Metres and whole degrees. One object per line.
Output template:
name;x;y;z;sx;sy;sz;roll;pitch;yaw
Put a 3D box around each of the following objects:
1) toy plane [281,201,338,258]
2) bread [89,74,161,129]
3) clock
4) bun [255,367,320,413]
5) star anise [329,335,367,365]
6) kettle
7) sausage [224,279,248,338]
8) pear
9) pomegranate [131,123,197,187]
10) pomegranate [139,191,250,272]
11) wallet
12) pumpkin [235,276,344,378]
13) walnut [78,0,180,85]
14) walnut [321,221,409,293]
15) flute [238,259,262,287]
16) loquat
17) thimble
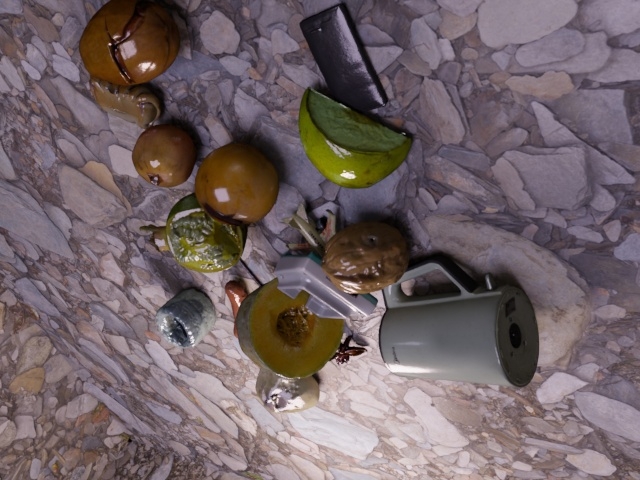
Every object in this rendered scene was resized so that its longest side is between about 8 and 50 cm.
toy plane;0.000;0.000;1.631;0.244;0.092;0.229;43;137;-10
bread;-0.561;-0.410;1.620;0.225;0.081;0.134;24;144;10
clock;0.003;0.147;1.668;0.262;0.116;0.231;36;164;-20
bun;-0.142;0.602;2.254;0.273;0.168;0.272;13;131;15
star anise;0.075;0.386;1.992;0.158;0.144;0.140;25;94;1
kettle;0.348;0.215;1.522;0.377;0.250;0.361;-11;101;43
sausage;-0.300;0.268;2.102;0.087;0.079;0.326;10;136;11
pear;0.045;-0.202;1.372;0.288;0.139;0.239;28;154;2
pomegranate;-0.456;-0.246;1.629;0.191;0.191;0.191;19;137;18
pomegranate;-0.383;-0.025;1.730;0.341;0.260;0.260;0;132;6
wallet;0.052;-0.397;1.262;0.124;0.025;0.244;-6;125;38
pumpkin;-0.110;0.275;1.818;0.332;0.332;0.199;45;154;-12
walnut;-0.494;-0.488;1.413;0.336;0.209;0.209;-4;126;45
walnut;0.121;0.045;1.501;0.245;0.198;0.198;-13;132;-8
flute;-0.260;0.099;1.960;0.014;0.014;0.269;-18;117;43
loquat;-0.227;-0.151;1.533;0.235;0.235;0.235;19;137;18
thimble;-0.534;0.312;2.237;0.205;0.172;0.250;30;137;12
